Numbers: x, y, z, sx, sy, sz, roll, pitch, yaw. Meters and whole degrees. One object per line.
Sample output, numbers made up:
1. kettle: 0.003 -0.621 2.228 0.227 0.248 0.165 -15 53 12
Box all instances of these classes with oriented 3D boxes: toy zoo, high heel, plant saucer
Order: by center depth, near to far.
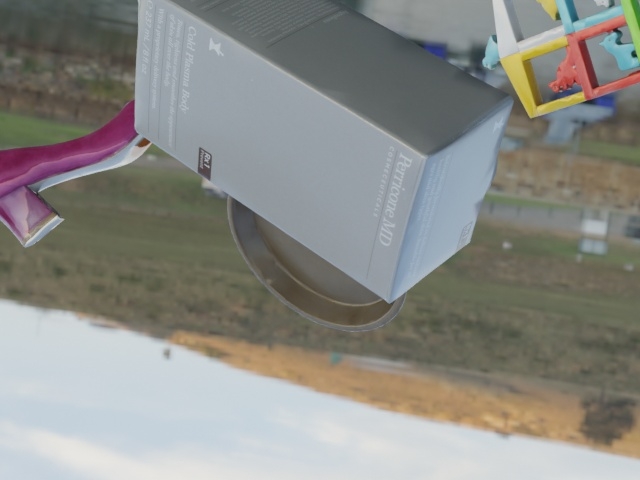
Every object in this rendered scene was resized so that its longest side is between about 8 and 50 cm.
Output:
1. high heel: -0.253 -0.111 1.283 0.117 0.244 0.082 48 178 4
2. plant saucer: 0.000 0.000 1.630 0.278 0.278 0.041 10 -139 36
3. toy zoo: 0.354 -0.288 1.712 0.293 0.192 0.030 -17 -179 38

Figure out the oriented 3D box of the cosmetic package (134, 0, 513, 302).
1. cosmetic package: -0.005 -0.081 0.814 0.238 0.127 0.107 35 -134 27
